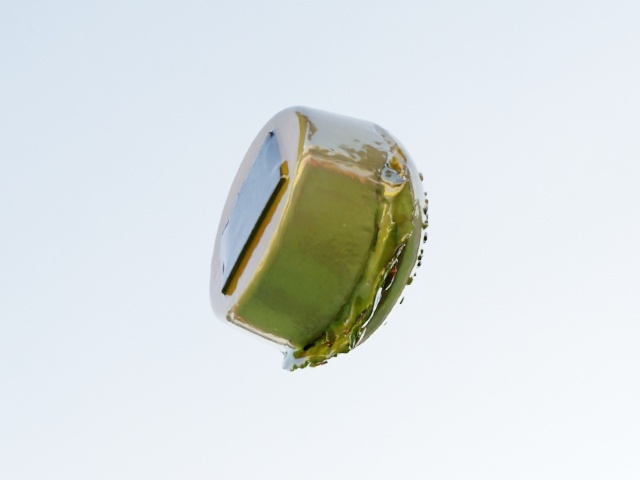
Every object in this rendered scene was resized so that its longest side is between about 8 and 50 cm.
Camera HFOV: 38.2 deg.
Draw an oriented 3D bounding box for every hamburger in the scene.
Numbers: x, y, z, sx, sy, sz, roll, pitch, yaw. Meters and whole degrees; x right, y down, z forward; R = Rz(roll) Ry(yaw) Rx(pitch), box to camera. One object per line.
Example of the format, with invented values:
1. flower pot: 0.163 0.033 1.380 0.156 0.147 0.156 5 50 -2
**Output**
1. hamburger: 0.000 0.000 0.456 0.082 0.141 0.126 20 -81 -20
